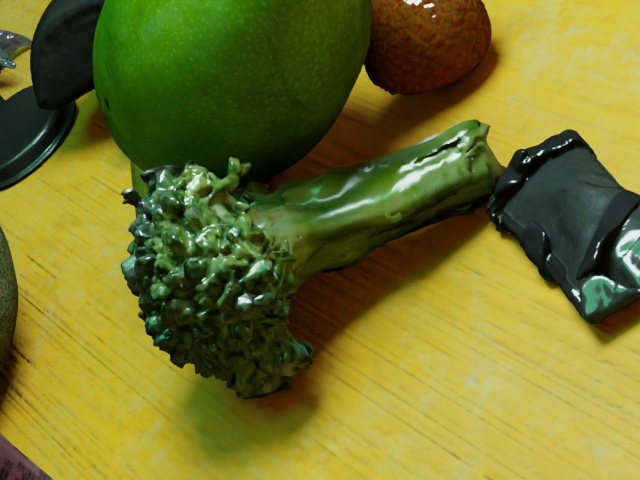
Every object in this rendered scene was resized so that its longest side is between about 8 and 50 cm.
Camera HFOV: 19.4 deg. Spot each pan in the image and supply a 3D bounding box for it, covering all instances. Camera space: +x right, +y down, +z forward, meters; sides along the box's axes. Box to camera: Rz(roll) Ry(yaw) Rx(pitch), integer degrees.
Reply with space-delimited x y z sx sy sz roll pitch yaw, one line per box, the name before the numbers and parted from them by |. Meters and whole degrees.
pan | -0.327 -0.124 1.937 0.136 0.028 0.235 -44 31 -4

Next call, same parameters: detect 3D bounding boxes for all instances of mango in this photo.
mango | -0.061 -0.160 1.381 0.225 0.201 0.382 -54 1 -18

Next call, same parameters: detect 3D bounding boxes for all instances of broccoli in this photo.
broccoli | -0.008 0.007 1.354 0.275 0.177 0.198 -21 -11 -19

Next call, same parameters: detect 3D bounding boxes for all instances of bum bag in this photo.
bum bag | 0.165 -0.016 1.228 0.087 0.049 0.198 -45 31 5

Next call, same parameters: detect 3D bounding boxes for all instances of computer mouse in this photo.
computer mouse | -0.180 -0.219 1.744 0.170 0.100 0.269 -39 8 -40

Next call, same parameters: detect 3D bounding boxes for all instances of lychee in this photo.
lychee | 0.090 -0.174 1.453 0.140 0.101 0.114 -33 -3 8

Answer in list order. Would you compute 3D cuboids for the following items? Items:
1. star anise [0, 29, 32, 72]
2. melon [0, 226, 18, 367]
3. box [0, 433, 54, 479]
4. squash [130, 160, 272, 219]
star anise | -0.410 -0.184 2.067 0.180 0.061 0.204 -44 27 -7
melon | -0.384 0.041 1.589 0.248 0.248 0.329 -43 28 -1
box | -0.273 0.163 1.330 0.120 0.224 0.069 -14 42 41
squash | -0.109 -0.089 1.595 0.192 0.085 0.184 -24 34 30
